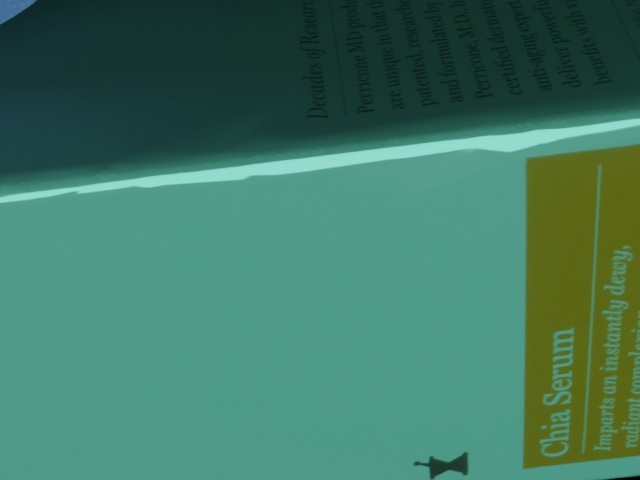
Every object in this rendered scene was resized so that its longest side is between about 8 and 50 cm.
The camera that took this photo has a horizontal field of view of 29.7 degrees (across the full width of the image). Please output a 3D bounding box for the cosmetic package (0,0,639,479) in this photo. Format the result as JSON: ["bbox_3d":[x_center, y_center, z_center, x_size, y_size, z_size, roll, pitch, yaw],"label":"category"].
[{"bbox_3d":[0.000,0.000,0.575,0.453,0.161,0.230,-7,131,2],"label":"cosmetic package"}]

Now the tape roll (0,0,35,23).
[{"bbox_3d":[-0.195,-0.202,0.431,0.274,0.090,0.275,-2,130,-2],"label":"tape roll"}]
